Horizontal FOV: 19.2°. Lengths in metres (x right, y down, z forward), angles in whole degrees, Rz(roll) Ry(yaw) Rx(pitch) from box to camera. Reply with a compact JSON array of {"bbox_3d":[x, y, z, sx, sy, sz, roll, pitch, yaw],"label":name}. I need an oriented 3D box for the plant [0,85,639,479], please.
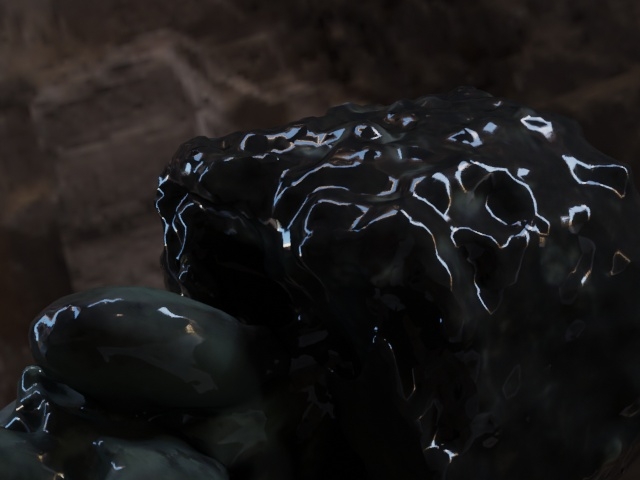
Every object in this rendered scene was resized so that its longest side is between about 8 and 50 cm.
[{"bbox_3d":[-0.034,0.056,0.548,0.274,0.146,0.149,-28,18,-23],"label":"plant"}]
